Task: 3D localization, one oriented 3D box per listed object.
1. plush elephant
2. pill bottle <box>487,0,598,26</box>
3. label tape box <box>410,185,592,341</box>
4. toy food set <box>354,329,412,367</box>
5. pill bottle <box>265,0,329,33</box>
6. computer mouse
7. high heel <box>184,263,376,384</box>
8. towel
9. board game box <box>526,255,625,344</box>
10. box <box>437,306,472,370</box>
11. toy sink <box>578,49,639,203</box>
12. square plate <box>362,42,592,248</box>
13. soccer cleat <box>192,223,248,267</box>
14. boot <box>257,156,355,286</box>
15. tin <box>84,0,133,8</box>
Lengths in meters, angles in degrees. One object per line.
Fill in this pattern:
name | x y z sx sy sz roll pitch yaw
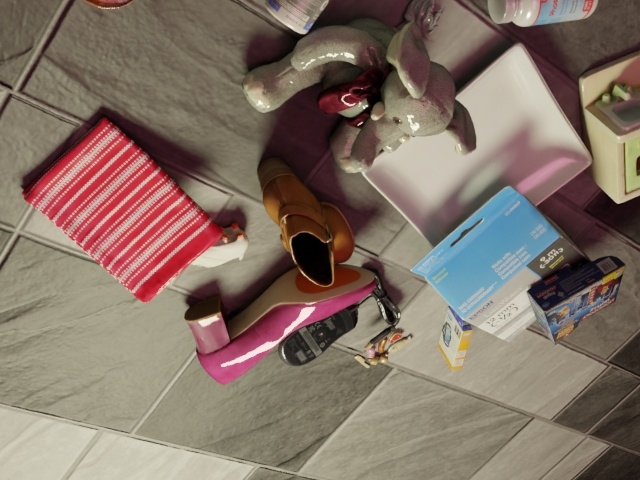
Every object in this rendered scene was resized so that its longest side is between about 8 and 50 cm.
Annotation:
plush elephant | 0.098 -0.214 1.207 0.330 0.255 0.272 -40 129 12
pill bottle | 0.356 -0.391 1.273 0.160 0.087 0.087 -11 130 -12
label tape box | 0.370 0.056 1.565 0.249 0.115 0.348 -43 145 16
toy food set | 0.139 0.239 1.736 0.122 0.019 0.078 -38 130 11
pill bottle | -0.013 -0.378 1.154 0.078 0.078 0.137 24 116 -33
computer mouse | 0.039 0.177 1.629 0.262 0.060 0.184 -40 126 -3
high heel | -0.061 0.162 1.528 0.377 0.127 0.181 -13 122 10
towel | -0.318 -0.041 1.293 0.199 0.031 0.275 -39 113 11
board game box | 0.509 0.125 1.608 0.194 0.060 0.194 -27 146 -9
box | 0.295 0.208 1.728 0.028 0.081 0.136 -4 128 -18
toy sink | 0.587 -0.210 1.473 0.153 0.131 0.234 -22 131 -3
square plate | 0.294 -0.147 1.469 0.347 0.049 0.344 -38 130 11
soccer cleat | -0.223 0.020 1.403 0.196 0.068 0.076 -7 132 -18
boot | 0.000 0.000 1.364 0.109 0.220 0.283 -30 131 4
tin | -0.325 -0.386 1.062 0.190 0.040 0.106 20 122 -32
